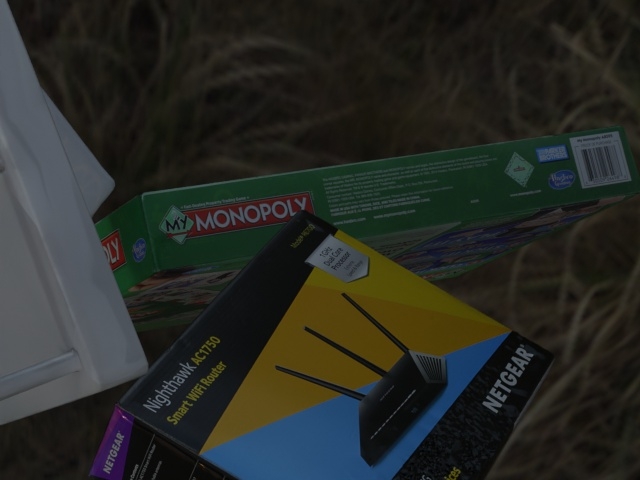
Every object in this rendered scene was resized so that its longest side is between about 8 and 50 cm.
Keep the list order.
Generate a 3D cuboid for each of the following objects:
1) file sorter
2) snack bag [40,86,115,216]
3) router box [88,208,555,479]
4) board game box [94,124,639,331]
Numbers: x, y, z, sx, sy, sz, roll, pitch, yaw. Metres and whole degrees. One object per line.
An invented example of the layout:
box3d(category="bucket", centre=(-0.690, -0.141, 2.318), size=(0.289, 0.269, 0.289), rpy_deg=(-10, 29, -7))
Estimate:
box3d(category="file sorter", centre=(-0.213, -0.045, 0.627), size=(0.173, 0.193, 0.277), rpy_deg=(-22, 90, -31))
box3d(category="snack bag", centre=(-0.237, 0.023, 0.845), size=(0.037, 0.323, 0.342), rpy_deg=(13, 62, 31))
box3d(category="router box", centre=(0.006, 0.071, 0.806), size=(0.133, 0.046, 0.179), rpy_deg=(29, 34, 8))
box3d(category="board game box", centre=(0.000, 0.000, 1.163), size=(0.317, 0.213, 0.046), rpy_deg=(-9, 81, -30))
